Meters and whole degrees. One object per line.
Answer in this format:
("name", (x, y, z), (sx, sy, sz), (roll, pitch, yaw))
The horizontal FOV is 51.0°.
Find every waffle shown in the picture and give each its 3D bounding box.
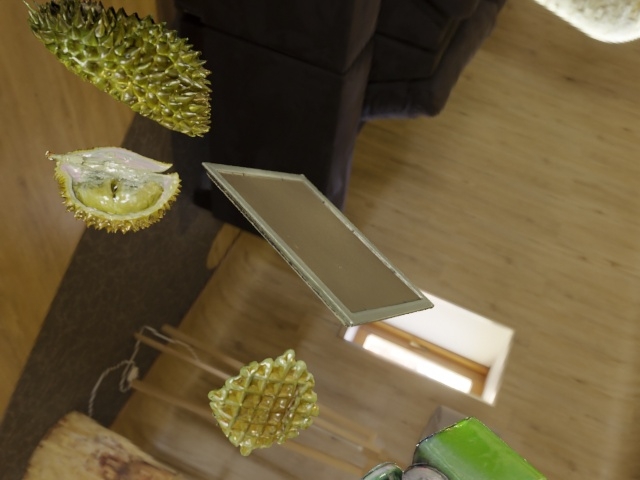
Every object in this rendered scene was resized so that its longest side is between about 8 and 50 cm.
("waffle", (-0.104, 0.317, 1.298), (0.208, 0.054, 0.214), (-29, 122, -7))

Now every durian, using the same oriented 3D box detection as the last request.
("durian", (-0.318, -0.073, 0.983), (0.146, 0.208, 0.102), (-63, 178, -43))
("durian", (-0.302, -0.265, 1.090), (0.352, 0.169, 0.158), (27, 68, -44))

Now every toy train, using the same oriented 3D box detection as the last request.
("toy train", (0.158, 0.409, 0.915), (0.249, 0.173, 0.307), (-14, 124, -33))

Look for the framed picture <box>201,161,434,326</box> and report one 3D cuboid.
("framed picture", (0.000, 0.000, 0.812), (0.017, 0.274, 0.217), (-53, 153, 21))
